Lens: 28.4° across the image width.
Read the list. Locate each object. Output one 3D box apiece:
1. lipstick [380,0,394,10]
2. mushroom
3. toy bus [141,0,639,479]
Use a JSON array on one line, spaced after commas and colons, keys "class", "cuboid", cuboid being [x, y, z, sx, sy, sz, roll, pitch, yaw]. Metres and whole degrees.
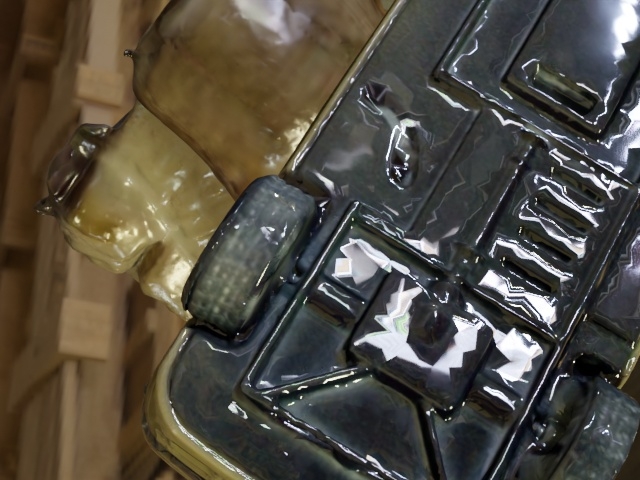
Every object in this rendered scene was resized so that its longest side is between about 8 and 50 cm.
[{"class": "lipstick", "cuboid": [0.063, -0.398, 1.160, 0.080, 0.076, 0.371, 6, -58, 39]}, {"class": "mushroom", "cuboid": [0.032, -0.007, 0.903, 0.224, 0.397, 0.313, -50, -176, -41]}, {"class": "toy bus", "cuboid": [0.074, -0.015, 0.571, 0.365, 0.177, 0.202, -57, 178, -24]}]
